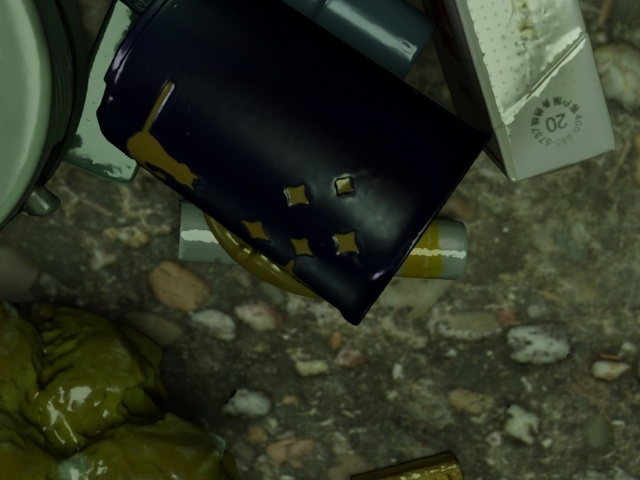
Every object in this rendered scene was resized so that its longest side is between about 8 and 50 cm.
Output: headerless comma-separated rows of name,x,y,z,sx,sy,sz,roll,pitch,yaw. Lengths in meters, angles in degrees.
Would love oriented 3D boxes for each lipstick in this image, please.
lipstick,0.000,0.000,1.098,0.264,0.059,0.059,4,108,-7

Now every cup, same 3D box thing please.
cup,-0.045,-0.048,0.928,0.256,0.178,0.255,34,119,4

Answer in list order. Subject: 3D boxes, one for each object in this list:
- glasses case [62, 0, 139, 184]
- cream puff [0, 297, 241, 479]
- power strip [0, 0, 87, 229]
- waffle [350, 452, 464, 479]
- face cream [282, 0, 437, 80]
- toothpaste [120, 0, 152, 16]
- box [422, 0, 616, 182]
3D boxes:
glasses case,-0.165,-0.144,1.041,0.078,0.039,0.184,22,105,-13
cream puff,-0.240,0.207,1.054,0.378,0.275,0.378,1,137,1
power strip,-0.353,-0.132,0.945,0.357,0.161,0.357,0,105,1
waffle,0.105,0.315,1.227,0.125,0.032,0.191,-14,108,-3
face cream,-0.081,-0.254,0.983,0.385,0.086,0.135,33,104,-2
toothpaste,-0.126,-0.193,0.990,0.197,0.035,0.057,35,117,-18
box,0.125,-0.233,0.952,0.095,0.210,0.330,-18,109,1
